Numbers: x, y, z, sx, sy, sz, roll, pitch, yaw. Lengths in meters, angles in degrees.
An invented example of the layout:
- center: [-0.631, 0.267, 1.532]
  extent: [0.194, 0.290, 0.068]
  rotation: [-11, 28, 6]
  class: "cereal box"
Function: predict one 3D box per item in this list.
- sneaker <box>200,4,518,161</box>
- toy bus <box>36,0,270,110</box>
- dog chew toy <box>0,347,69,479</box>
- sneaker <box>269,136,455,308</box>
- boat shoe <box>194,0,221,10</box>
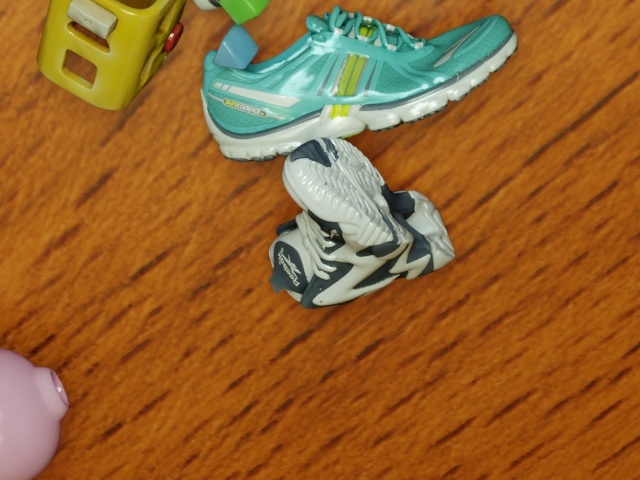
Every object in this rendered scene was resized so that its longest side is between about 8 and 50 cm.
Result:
- center: [0.031, -0.146, 1.183]
  extent: [0.275, 0.107, 0.110]
  rotation: [-15, 104, 3]
  class: "sneaker"
- center: [-0.159, -0.197, 1.103]
  extent: [0.191, 0.104, 0.202]
  rotation: [-5, 128, 34]
  class: "toy bus"
- center: [-0.385, 0.204, 1.259]
  extent: [0.331, 0.206, 0.207]
  rotation: [-25, 113, -1]
  class: "dog chew toy"
- center: [0.000, 0.000, 1.209]
  extent: [0.153, 0.235, 0.094]
  rotation: [-31, 68, 21]
  class: "sneaker"
- center: [-0.095, -0.284, 1.121]
  extent: [0.065, 0.075, 0.206]
  rotation: [-7, 123, 20]
  class: "boat shoe"
